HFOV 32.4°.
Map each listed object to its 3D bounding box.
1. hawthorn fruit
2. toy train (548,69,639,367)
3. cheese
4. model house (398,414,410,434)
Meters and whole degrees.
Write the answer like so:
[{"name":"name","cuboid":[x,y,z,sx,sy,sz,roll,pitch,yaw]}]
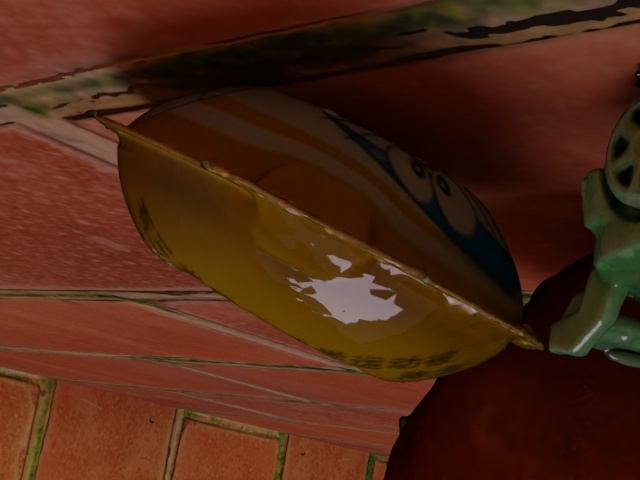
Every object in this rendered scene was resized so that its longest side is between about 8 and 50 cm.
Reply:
[{"name":"hawthorn fruit","cuboid":[0.149,0.135,0.470,0.224,0.261,0.224,-19,149,-12]},{"name":"toy train","cuboid":[0.139,-0.003,0.309,0.099,0.081,0.149,17,165,-26]},{"name":"cheese","cuboid":[0.000,0.000,0.422,0.177,0.069,0.270,27,178,3]},{"name":"model house","cuboid":[0.241,0.185,0.790,0.303,0.216,0.237,-28,153,18]}]
